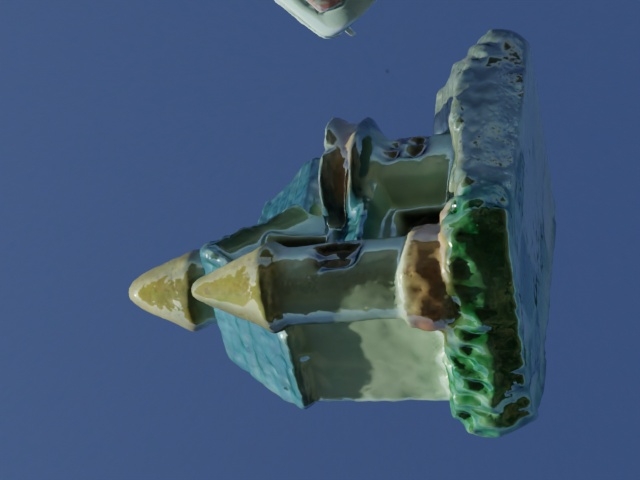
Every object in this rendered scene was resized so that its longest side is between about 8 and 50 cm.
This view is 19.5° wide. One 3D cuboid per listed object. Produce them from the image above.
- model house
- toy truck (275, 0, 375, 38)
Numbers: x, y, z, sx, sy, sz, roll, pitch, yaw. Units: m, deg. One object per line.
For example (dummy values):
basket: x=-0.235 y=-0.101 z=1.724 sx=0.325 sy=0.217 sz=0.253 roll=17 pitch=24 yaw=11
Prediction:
model house: x=0.000 y=0.000 z=1.373 sx=0.325 sy=0.267 sz=0.194 roll=-5 pitch=-51 yaw=15
toy truck: x=0.036 y=-0.164 z=0.790 sx=0.080 sy=0.115 sz=0.178 roll=38 pitch=-74 yaw=-21
